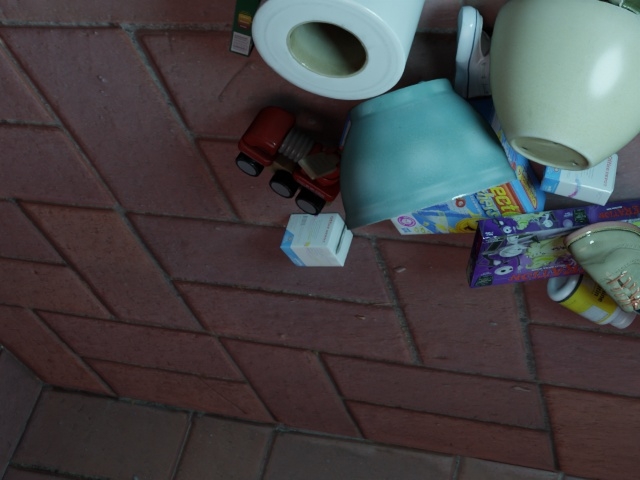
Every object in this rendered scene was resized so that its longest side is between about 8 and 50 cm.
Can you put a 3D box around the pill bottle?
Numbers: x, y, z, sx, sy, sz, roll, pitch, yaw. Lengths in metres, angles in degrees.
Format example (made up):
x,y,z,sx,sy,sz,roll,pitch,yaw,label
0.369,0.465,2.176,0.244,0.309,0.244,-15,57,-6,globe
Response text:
x,y,z,sx,sy,sz,roll,pitch,yaw,label
0.584,0.117,2.199,0.184,0.103,0.103,27,150,-17,pill bottle

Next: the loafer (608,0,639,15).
x,y,z,sx,sy,sz,roll,pitch,yaw,label
0.420,-0.377,1.433,0.269,0.092,0.102,20,151,-4,loafer

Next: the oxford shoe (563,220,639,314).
x,y,z,sx,sy,sz,roll,pitch,yaw,label
0.579,0.061,1.944,0.123,0.130,0.348,-31,144,33,oxford shoe

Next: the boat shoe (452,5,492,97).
x,y,z,sx,sy,sz,roll,pitch,yaw,label
0.258,-0.308,1.679,0.076,0.083,0.226,3,162,6,boat shoe

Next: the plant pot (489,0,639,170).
x,y,z,sx,sy,sz,roll,pitch,yaw,label
0.374,-0.217,1.554,0.284,0.190,0.284,20,171,4,plant pot

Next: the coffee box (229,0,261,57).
x,y,z,sx,sy,sz,roll,pitch,yaw,label
-0.107,-0.396,1.678,0.040,0.113,0.184,19,150,0,coffee box

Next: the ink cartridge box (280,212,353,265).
x,y,z,sx,sy,sz,roll,pitch,yaw,label
0.000,0.000,2.335,0.143,0.092,0.090,1,147,30,ink cartridge box

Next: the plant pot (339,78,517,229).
x,y,z,sx,sy,sz,roll,pitch,yaw,label
0.157,-0.151,1.705,0.293,0.196,0.293,-16,-179,0,plant pot

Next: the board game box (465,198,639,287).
x,y,z,sx,sy,sz,roll,pitch,yaw,label
0.466,0.007,1.996,0.347,0.056,0.208,-8,155,-3,board game box

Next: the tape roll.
x,y,z,sx,sy,sz,roll,pitch,yaw,label
0.032,-0.359,1.606,0.246,0.169,0.246,14,152,7,tape roll

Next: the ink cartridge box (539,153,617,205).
x,y,z,sx,sy,sz,roll,pitch,yaw,label
0.466,-0.123,1.858,0.123,0.088,0.052,14,151,7,ink cartridge box

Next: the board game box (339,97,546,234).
x,y,z,sx,sy,sz,roll,pitch,yaw,label
0.239,-0.131,1.975,0.302,0.086,0.308,-2,146,32,board game box

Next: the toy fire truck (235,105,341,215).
x,y,z,sx,sy,sz,roll,pitch,yaw,label
-0.045,-0.162,1.944,0.217,0.158,0.246,34,157,-2,toy fire truck
